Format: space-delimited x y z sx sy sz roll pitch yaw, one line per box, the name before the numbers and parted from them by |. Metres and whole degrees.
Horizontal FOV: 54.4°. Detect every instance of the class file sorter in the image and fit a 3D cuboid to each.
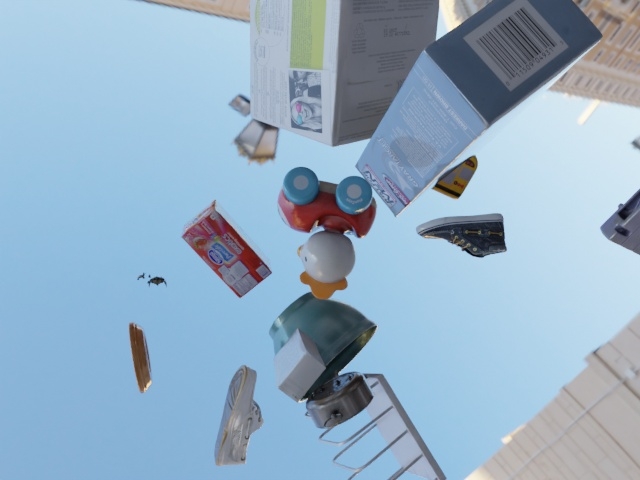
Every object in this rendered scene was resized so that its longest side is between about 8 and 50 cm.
file sorter | 0.115 0.472 1.446 0.173 0.193 0.277 -31 -90 -23

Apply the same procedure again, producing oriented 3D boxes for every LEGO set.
LEGO set | -0.429 0.098 1.602 0.083 0.054 0.023 50 -154 -50

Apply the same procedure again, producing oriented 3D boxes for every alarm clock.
alarm clock | 0.032 0.309 1.192 0.064 0.129 0.192 61 -169 -6

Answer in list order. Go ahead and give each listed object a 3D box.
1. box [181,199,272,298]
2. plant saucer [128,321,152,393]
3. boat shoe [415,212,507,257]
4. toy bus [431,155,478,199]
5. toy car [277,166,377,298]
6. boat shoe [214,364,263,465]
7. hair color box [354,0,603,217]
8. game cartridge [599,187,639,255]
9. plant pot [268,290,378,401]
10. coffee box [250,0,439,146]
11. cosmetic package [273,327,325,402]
box | -0.270 0.024 1.813 0.257 0.128 0.122 49 -175 -20
plant saucer | -0.495 0.320 1.723 0.037 0.199 0.200 -11 -134 -14
boat shoe | 0.293 -0.005 1.288 0.184 0.065 0.083 -6 -104 1
toy bus | 0.279 -0.201 1.466 0.108 0.130 0.332 23 -156 -4
toy car | 0.000 0.000 1.296 0.211 0.219 0.237 10 -103 2
boat shoe | -0.184 0.425 1.511 0.096 0.277 0.098 11 -159 -16
hair color box | 0.181 -0.171 0.840 0.185 0.374 0.113 -38 -95 -14
game cartridge | 0.769 -0.102 1.251 0.230 0.355 0.068 19 -147 -26
plant pot | -0.014 0.262 1.689 0.196 0.293 0.293 45 -145 16
coffee box | 0.051 -0.457 1.547 0.338 0.338 0.334 -19 -148 -37
cosmetic package | -0.051 0.276 1.404 0.060 0.099 0.239 37 180 -8
